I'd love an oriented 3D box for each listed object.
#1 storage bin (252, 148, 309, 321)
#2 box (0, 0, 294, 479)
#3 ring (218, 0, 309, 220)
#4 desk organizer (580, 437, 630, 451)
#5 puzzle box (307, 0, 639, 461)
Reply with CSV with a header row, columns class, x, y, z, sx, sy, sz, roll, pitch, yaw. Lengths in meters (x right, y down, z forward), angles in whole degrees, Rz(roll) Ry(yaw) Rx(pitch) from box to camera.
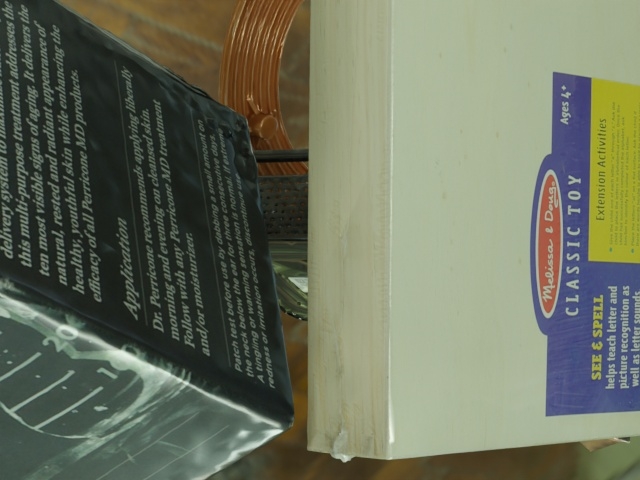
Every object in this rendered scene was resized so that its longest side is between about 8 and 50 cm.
class,x,y,z,sx,sy,sz,roll,pitch,yaw
storage bin,0.000,0.000,1.493,0.180,0.122,0.084,45,51,-53
box,-0.357,0.039,1.173,0.480,0.297,0.472,-34,136,26
ring,0.053,-0.152,1.603,0.336,0.032,0.336,-14,112,-37
desk organizer,0.227,0.107,1.488,0.047,0.130,0.050,17,154,-27
puzzle box,0.105,-0.110,0.812,0.272,0.052,0.409,3,88,-46
